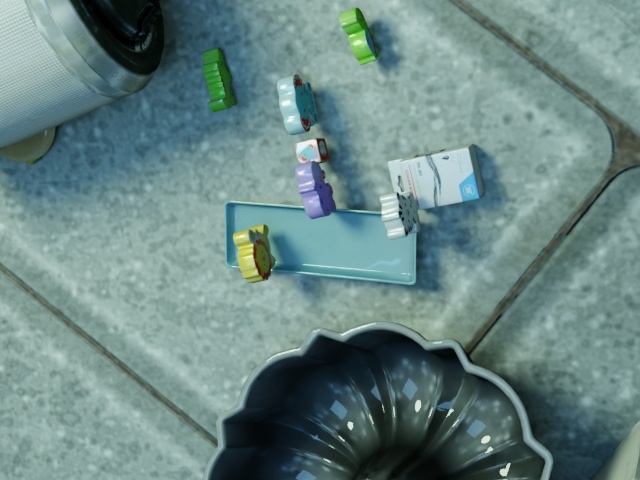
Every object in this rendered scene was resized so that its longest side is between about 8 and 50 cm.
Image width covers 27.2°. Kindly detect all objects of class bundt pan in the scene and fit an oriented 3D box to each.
[{"bbox_3d":[0.066,0.236,1.199,0.330,0.124,0.331,-1,87,21],"label":"bundt pan"}]

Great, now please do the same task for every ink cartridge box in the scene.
[{"bbox_3d":[0.102,-0.055,1.195,0.083,0.028,0.048,-11,99,20],"label":"ink cartridge box"}]

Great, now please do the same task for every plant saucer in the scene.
[{"bbox_3d":[0.000,0.000,1.239,0.192,0.018,0.067,5,104,19],"label":"plant saucer"}]

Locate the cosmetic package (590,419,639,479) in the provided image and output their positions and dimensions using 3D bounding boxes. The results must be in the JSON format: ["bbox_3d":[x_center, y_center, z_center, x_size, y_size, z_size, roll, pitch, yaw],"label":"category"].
[{"bbox_3d":[0.366,0.308,1.134,0.309,0.160,0.113,37,109,5],"label":"cosmetic package"}]

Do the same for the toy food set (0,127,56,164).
[{"bbox_3d":[-0.299,-0.117,1.306,0.083,0.020,0.083,40,111,4],"label":"toy food set"}]

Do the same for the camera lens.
[{"bbox_3d":[-0.294,-0.196,1.173,0.274,0.219,0.219,-20,96,17],"label":"camera lens"}]

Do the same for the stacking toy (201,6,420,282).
[{"bbox_3d":[-0.015,-0.085,1.192,0.167,0.052,0.221,-14,89,23],"label":"stacking toy"}]
